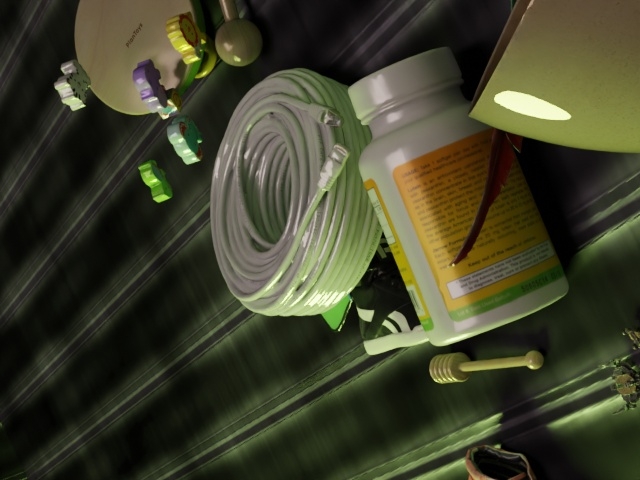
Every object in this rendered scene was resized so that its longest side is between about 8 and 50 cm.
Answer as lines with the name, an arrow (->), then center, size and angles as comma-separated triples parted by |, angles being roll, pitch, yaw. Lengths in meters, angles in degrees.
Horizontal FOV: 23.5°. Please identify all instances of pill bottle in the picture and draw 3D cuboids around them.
pill bottle -> 0.116, -0.042, 1.381 | 0.136, 0.136, 0.246 | -24, 88, 60

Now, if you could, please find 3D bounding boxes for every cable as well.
cable -> -0.028, -0.050, 1.598 | 0.257, 0.089, 0.257 | 50, 129, 51

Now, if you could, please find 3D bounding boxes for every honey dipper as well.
honey dipper -> 0.165, 0.121, 1.520 | 0.160, 0.030, 0.031 | -16, 95, 58

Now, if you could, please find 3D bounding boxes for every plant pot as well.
plant pot -> 0.242, -0.169, 1.007 | 0.190, 0.284, 0.284 | 26, 141, 2

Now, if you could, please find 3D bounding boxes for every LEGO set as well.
LEGO set -> 0.274, 0.115, 1.349 | 0.054, 0.023, 0.083 | 49, 132, 26

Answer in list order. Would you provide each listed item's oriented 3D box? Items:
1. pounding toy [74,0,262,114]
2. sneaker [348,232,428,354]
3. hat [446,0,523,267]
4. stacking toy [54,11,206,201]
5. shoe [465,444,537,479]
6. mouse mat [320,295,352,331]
pounding toy -> -0.162, -0.246, 1.768 | 0.236, 0.110, 0.183 | -21, 83, 33
sneaker -> 0.085, 0.043, 1.547 | 0.217, 0.079, 0.121 | -25, 86, 60
hat -> 0.155, -0.130, 1.212 | 0.209, 0.183, 0.173 | 61, 149, 13
stacking toy -> -0.166, -0.138, 1.698 | 0.167, 0.052, 0.221 | -19, 129, 22
shoe -> 0.203, 0.271, 1.517 | 0.178, 0.063, 0.081 | 35, 142, 51
mouse mat -> 0.000, 0.000, 1.731 | 0.153, 0.007, 0.190 | 54, 149, 23
